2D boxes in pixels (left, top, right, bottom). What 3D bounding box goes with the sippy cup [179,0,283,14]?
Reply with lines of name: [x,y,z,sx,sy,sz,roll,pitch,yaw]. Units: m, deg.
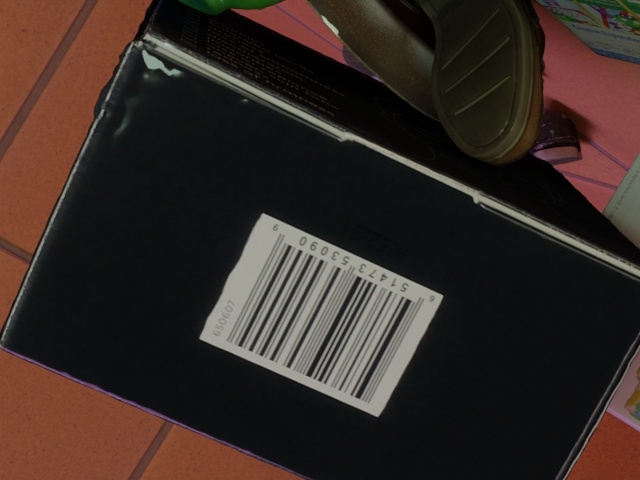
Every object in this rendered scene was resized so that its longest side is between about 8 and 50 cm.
sippy cup: [-0.127,-0.347,1.261,0.305,0.224,0.240,32,180,-29]

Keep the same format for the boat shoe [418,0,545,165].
boat shoe: [0.167,-0.181,1.369,0.104,0.111,0.307,31,-142,-36]

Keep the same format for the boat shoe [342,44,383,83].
boat shoe: [0.115,-0.203,1.763,0.076,0.083,0.226,34,176,-39]

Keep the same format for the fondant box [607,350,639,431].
fondant box: [0.493,0.106,1.725,0.238,0.330,0.096,32,179,-13]

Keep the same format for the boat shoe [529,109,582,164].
boat shoe: [0.329,-0.143,2.087,0.081,0.068,0.228,-8,179,5]

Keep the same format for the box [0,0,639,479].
box: [0.000,0.000,1.390,0.480,0.297,0.472,25,-166,-9]

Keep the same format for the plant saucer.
plant saucer: [0.057,-0.250,1.484,0.310,0.050,0.310,43,-159,-20]

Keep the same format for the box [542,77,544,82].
box: [0.128,-0.276,1.793,0.232,0.058,0.322,31,179,28]

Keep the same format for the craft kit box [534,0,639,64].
craft kit box: [0.242,-0.222,1.238,0.247,0.061,0.250,29,180,-31]

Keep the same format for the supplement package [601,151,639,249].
supplement package: [0.449,-0.004,1.430,0.263,0.199,0.198,31,178,40]
